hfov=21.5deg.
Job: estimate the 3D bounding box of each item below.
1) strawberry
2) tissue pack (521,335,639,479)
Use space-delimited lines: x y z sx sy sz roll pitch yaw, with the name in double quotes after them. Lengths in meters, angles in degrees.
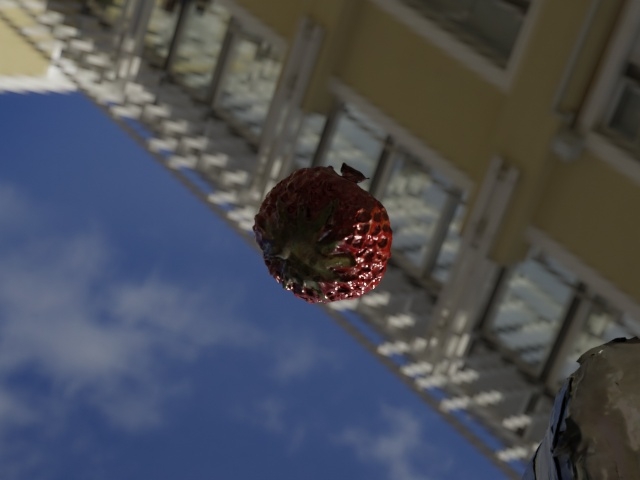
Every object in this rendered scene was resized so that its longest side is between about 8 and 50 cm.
0.000 0.000 1.626 0.145 0.145 0.086 24 -150 11 "strawberry"
0.266 0.215 1.048 0.264 0.253 0.416 -1 165 4 "tissue pack"
